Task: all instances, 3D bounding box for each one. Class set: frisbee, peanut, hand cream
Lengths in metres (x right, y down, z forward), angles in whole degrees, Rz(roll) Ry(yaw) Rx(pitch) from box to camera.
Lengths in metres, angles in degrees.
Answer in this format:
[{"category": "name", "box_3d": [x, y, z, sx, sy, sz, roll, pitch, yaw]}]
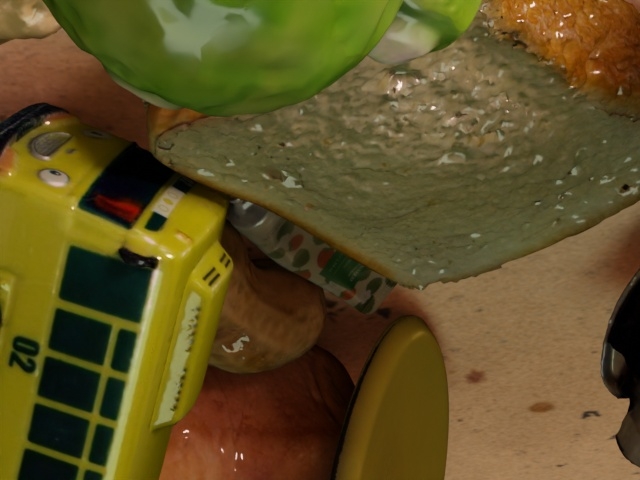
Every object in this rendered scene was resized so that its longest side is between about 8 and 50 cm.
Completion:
[{"category": "frisbee", "box_3d": [0.049, 0.167, 1.173, 0.017, 0.236, 0.236, 8, 155, 20]}, {"category": "peanut", "box_3d": [-0.065, 0.031, 1.066, 0.089, 0.089, 0.193, -21, 151, 29]}, {"category": "hand cream", "box_3d": [0.000, 0.000, 1.064, 0.057, 0.037, 0.165, -50, 136, 10]}]

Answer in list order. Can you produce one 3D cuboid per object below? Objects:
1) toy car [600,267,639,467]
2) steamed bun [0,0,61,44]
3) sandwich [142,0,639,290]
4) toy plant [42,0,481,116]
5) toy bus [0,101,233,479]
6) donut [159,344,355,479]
[{"category": "toy car", "box_3d": [0.307, 0.080, 1.105, 0.235, 0.158, 0.172, 34, 128, 14]}, {"category": "steamed bun", "box_3d": [-0.201, -0.139, 0.696, 0.292, 0.137, 0.295, 2, 149, -12]}, {"category": "sandwich", "box_3d": [0.054, -0.069, 0.896, 0.226, 0.087, 0.251, -24, 145, 34]}, {"category": "toy plant", "box_3d": [-0.044, -0.169, 0.471, 0.184, 0.316, 0.224, -25, 142, 33]}, {"category": "toy bus", "box_3d": [-0.141, 0.073, 0.938, 0.150, 0.128, 0.262, 18, 111, 6]}, {"category": "donut", "box_3d": [-0.107, 0.176, 1.200, 0.299, 0.150, 0.317, -23, 154, 13]}]
